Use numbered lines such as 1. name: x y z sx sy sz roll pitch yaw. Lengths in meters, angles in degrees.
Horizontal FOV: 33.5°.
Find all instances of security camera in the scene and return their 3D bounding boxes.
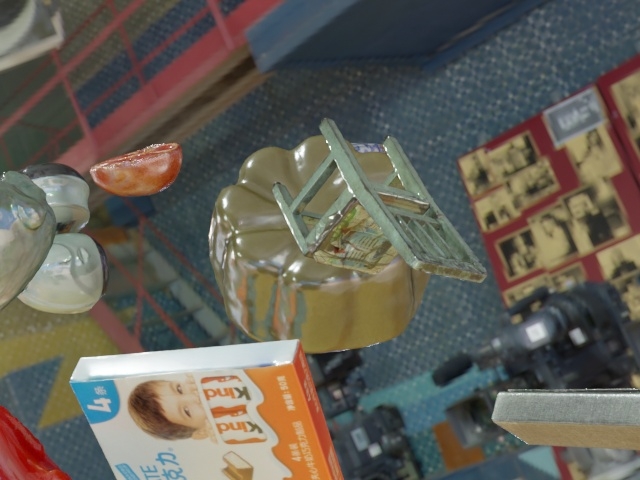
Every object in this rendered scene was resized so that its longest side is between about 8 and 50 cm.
1. security camera: -0.510 0.011 2.029 0.191 0.277 0.197 -4 -27 -38

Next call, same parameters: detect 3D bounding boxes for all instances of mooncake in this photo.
1. mooncake: 0.000 0.000 1.746 0.378 0.378 0.200 -21 -44 -22

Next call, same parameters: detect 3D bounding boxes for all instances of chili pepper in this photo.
1. chili pepper: -0.293 0.309 1.148 0.110 0.387 0.110 -36 -14 -11

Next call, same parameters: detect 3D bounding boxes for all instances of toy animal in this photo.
1. toy animal: -0.299 0.053 0.770 0.251 0.125 0.127 -59 13 0

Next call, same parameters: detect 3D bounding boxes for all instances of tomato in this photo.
1. tomato: -0.287 -0.105 1.683 0.156 0.069 0.155 -12 12 3

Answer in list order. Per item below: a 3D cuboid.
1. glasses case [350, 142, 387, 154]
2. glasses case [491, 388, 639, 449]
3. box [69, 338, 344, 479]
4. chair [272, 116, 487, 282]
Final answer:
1. glasses case: 0.073 -0.151 2.120 0.065 0.087 0.248 3 10 34
2. glasses case: 0.275 0.175 1.056 0.071 0.047 0.205 34 -27 -34
3. box: -0.120 0.238 1.225 0.265 0.273 0.048 -7 35 15
4. chair: 0.067 -0.011 1.347 0.136 0.270 0.147 10 -51 -42
